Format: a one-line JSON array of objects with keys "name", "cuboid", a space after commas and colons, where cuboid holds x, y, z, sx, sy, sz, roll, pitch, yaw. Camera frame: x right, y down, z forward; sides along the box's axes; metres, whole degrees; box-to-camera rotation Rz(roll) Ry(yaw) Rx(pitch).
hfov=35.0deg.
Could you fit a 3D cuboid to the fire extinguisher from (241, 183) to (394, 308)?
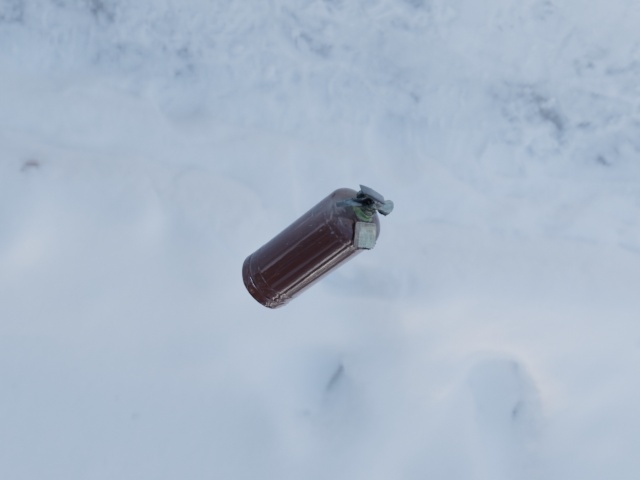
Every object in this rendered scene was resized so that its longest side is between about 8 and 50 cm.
[{"name": "fire extinguisher", "cuboid": [0.000, 0.000, 1.423, 0.105, 0.104, 0.269, 26, 137, -31]}]
